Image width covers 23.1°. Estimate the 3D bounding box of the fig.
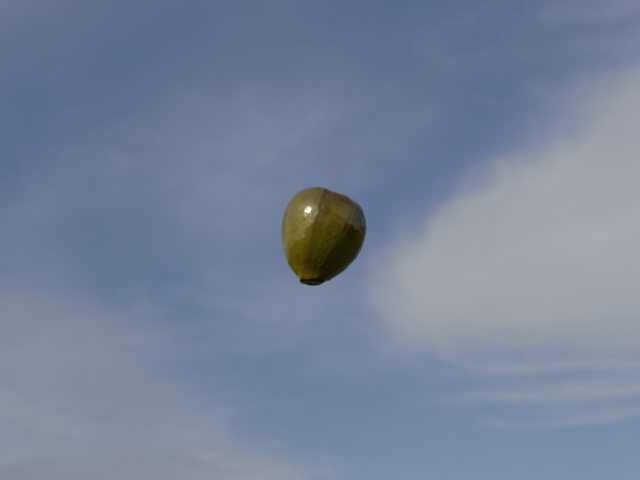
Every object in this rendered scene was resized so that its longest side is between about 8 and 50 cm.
[{"bbox_3d":[0.000,0.000,1.338,0.074,0.088,0.074,13,-24,6],"label":"fig"}]
